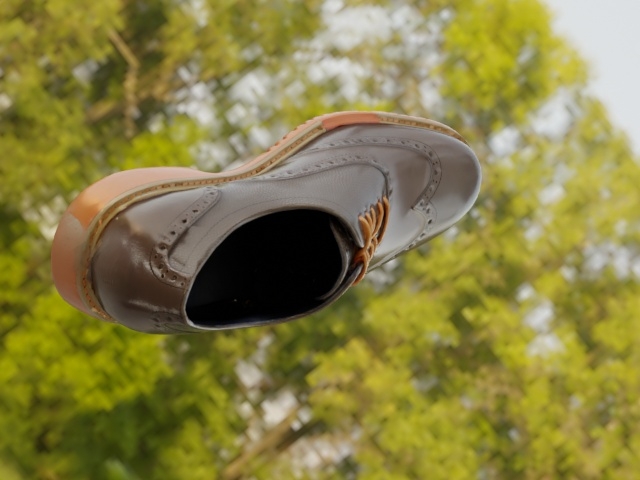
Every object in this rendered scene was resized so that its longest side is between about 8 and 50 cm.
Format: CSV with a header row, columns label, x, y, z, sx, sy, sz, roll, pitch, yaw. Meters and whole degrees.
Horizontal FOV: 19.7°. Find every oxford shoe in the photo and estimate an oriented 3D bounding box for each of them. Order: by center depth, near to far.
label,x,y,z,sx,sy,sz,roll,pitch,yaw
oxford shoe,0.000,0.000,1.251,0.132,0.363,0.130,23,-60,42
